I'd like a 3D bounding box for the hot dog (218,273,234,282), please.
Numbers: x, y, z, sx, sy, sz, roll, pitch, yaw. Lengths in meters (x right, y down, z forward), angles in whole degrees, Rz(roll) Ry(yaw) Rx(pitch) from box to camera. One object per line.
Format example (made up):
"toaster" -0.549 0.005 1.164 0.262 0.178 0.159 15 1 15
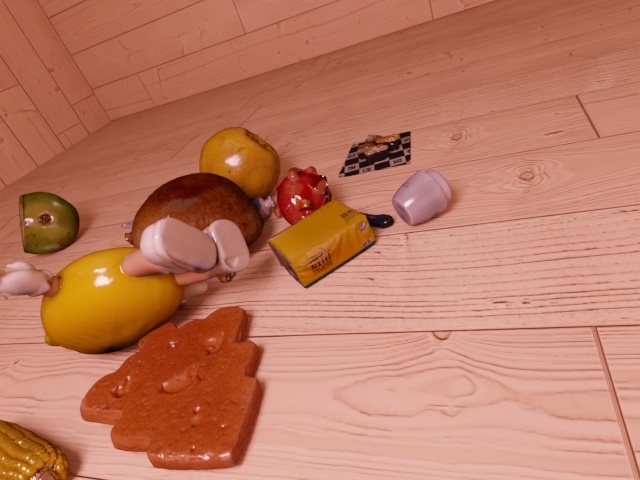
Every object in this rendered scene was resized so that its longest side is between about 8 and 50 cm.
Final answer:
"hot dog" -0.210 0.064 0.919 0.037 0.021 0.083 -38 33 -22

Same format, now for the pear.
"pear" -0.215 -0.185 1.135 0.209 0.209 0.209 -16 31 10

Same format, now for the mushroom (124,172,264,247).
"mushroom" -0.281 -0.036 0.935 0.283 0.195 0.263 -26 25 8

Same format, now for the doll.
"doll" -0.326 0.076 0.721 0.423 0.348 0.161 -14 66 -4

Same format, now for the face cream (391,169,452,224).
"face cream" 0.191 -0.081 0.824 0.095 0.091 0.091 -36 33 -7

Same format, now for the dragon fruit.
"dragon fruit" -0.038 -0.086 0.946 0.133 0.136 0.166 -13 51 -2

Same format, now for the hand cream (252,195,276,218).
"hand cream" -0.175 -0.064 1.076 0.142 0.053 0.084 -28 31 11

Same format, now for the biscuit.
"biscuit" -0.194 0.221 0.637 0.284 0.043 0.306 -28 35 -24

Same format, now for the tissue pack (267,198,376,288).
"tissue pack" 0.000 0.000 0.826 0.169 0.082 0.120 -32 33 -15

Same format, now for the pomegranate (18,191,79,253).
"pomegranate" -0.855 -0.035 1.373 0.159 0.241 0.190 -3 40 -40

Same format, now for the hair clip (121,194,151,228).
"hair clip" -0.485 -0.086 1.279 0.159 0.071 0.218 -9 39 17

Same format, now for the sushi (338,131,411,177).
"sushi" 0.146 -0.249 1.159 0.192 0.040 0.210 -9 33 21

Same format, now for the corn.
"corn" -0.448 0.316 0.631 0.231 0.080 0.080 -1 37 34

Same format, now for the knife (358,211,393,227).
"knife" 0.100 -0.046 0.896 0.031 0.018 0.121 -46 37 -22
